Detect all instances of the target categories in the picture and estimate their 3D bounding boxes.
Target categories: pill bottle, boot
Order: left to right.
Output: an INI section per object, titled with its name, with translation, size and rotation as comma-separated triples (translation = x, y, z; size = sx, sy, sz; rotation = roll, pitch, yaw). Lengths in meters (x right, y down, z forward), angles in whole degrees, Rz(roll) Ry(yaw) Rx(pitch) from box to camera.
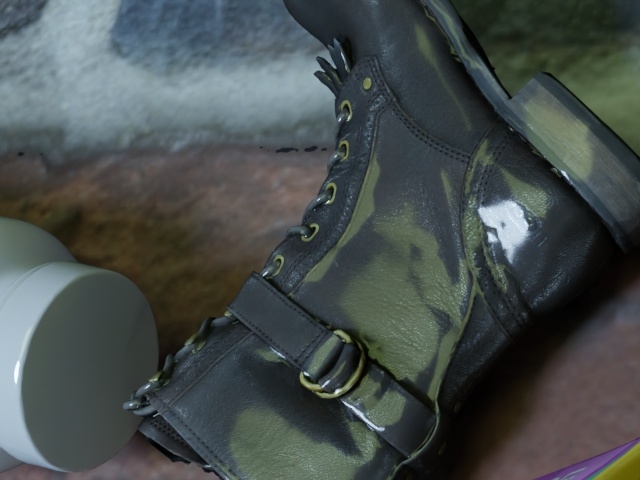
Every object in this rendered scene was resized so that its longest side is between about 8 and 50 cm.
[pill bottle]
translation = -0.186, 0.043, 0.874
size = 0.216, 0.121, 0.121
rotation = 10, 69, 36
[boot]
translation = 0.000, 0.000, 0.804
size = 0.229, 0.091, 0.263
rotation = -45, 51, 0

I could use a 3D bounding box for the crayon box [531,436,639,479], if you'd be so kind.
[crayon box]
translation = 0.020, 0.265, 0.397
size = 0.313, 0.363, 0.106
rotation = 58, 143, 3
